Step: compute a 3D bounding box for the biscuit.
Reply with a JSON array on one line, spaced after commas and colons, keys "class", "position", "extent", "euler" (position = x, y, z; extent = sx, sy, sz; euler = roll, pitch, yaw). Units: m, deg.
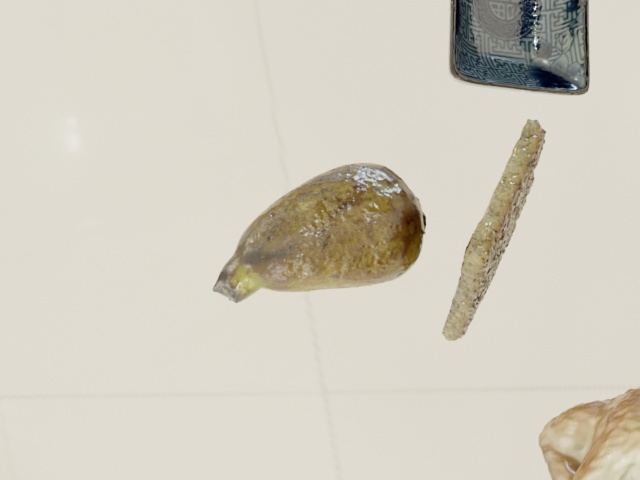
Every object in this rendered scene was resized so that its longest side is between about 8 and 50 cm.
[{"class": "biscuit", "position": [0.147, 0.000, 1.209], "extent": [0.026, 0.237, 0.131], "euler": [26, 71, 10]}]

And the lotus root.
[{"class": "lotus root", "position": [0.000, 0.000, 1.192], "extent": [0.108, 0.191, 0.094], "euler": [60, 157, 27]}]

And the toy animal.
[{"class": "toy animal", "position": [0.243, 0.112, 1.017], "extent": [0.104, 0.184, 0.185], "euler": [28, 113, -9]}]

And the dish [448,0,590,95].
[{"class": "dish", "position": [0.220, -0.286, 1.674], "extent": [0.080, 0.182, 0.243], "euler": [159, 113, -70]}]
